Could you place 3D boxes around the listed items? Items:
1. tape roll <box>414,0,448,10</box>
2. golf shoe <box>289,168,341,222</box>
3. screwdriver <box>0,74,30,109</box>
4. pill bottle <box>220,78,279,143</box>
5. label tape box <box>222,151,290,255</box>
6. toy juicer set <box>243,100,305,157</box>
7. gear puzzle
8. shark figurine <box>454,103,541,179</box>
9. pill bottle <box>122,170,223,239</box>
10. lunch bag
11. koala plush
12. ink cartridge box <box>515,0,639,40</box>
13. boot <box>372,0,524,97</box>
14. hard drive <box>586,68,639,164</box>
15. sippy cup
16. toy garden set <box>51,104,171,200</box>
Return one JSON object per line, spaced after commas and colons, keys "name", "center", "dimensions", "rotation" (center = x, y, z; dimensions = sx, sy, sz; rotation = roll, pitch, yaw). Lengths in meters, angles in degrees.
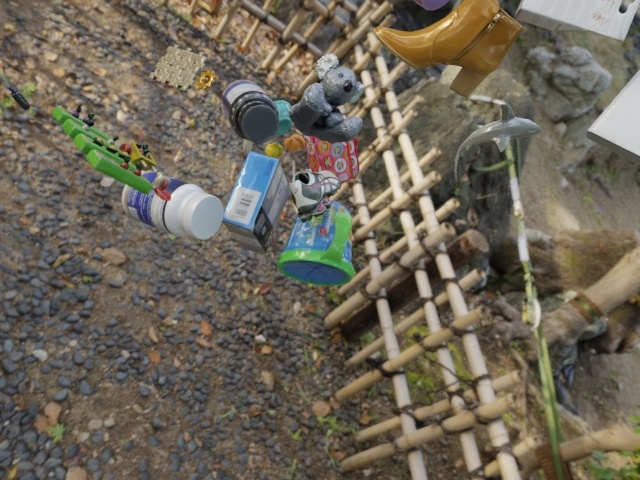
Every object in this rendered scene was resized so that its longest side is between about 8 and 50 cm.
{"name": "tape roll", "center": [0.279, -0.653, 1.203], "dimensions": [0.080, 0.188, 0.189], "rotation": [45, 36, 20]}
{"name": "golf shoe", "center": [-0.015, -0.161, 1.451], "dimensions": [0.120, 0.105, 0.272], "rotation": [60, 21, -20]}
{"name": "screwdriver", "center": [-0.763, -0.381, 1.226], "dimensions": [0.025, 0.169, 0.024], "rotation": [-44, 57, -13]}
{"name": "pill bottle", "center": [-0.176, -0.323, 1.281], "dimensions": [0.123, 0.122, 0.219], "rotation": [21, 20, -30]}
{"name": "label tape box", "center": [-0.189, -0.095, 1.645], "dimensions": [0.106, 0.333, 0.240], "rotation": [16, 73, 11]}
{"name": "toy juicer set", "center": [-0.166, -0.382, 1.735], "dimensions": [0.329, 0.209, 0.089], "rotation": [-6, 49, -44]}
{"name": "gear puzzle", "center": [-0.516, -0.657, 1.985], "dimensions": [0.339, 0.175, 0.044], "rotation": [27, -7, 31]}
{"name": "shark figurine", "center": [0.504, -0.290, 1.514], "dimensions": [0.166, 0.279, 0.116], "rotation": [35, 41, -47]}
{"name": "pill bottle", "center": [-0.413, -0.097, 1.431], "dimensions": [0.265, 0.153, 0.153], "rotation": [19, 30, 27]}
{"name": "lunch bag", "center": [0.069, -0.407, 2.341], "dimensions": [0.258, 0.120, 0.292], "rotation": [-25, 116, -27]}
{"name": "koala plush", "center": [0.028, -0.416, 1.476], "dimensions": [0.196, 0.203, 0.221], "rotation": [33, 75, -27]}
{"name": "ink cartridge box", "center": [0.584, -0.558, 1.135], "dimensions": [0.233, 0.188, 0.066], "rotation": [21, 3, 2]}
{"name": "boot", "center": [0.291, -0.487, 1.169], "dimensions": [0.295, 0.211, 0.104], "rotation": [29, 34, -5]}
{"name": "hard drive", "center": [0.785, -0.308, 1.133], "dimensions": [0.203, 0.307, 0.040], "rotation": [41, 1, 29]}
{"name": "sippy cup", "center": [0.000, 0.000, 1.582], "dimensions": [0.240, 0.306, 0.223], "rotation": [37, 57, -49]}
{"name": "toy garden set", "center": [-0.360, -0.160, 0.947], "dimensions": [0.244, 0.049, 0.204], "rotation": [40, 5, 37]}
